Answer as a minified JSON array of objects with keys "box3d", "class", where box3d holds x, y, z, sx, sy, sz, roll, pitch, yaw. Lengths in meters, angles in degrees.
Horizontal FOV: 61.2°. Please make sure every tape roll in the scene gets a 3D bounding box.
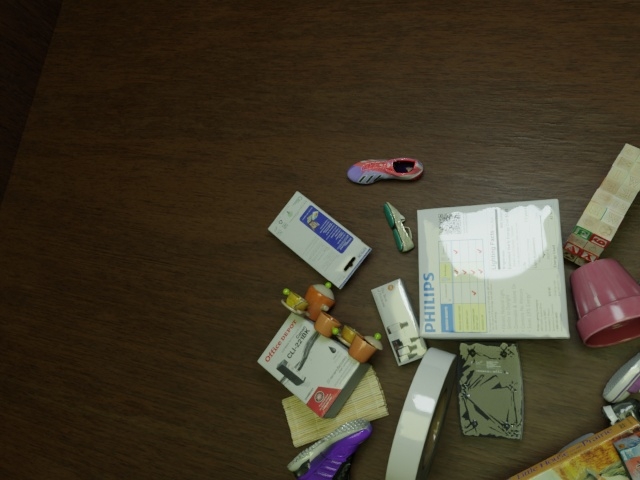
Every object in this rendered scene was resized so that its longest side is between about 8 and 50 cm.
[{"box3d":[0.261,0.464,1.373,0.072,0.392,0.392,15,83,21],"class":"tape roll"}]

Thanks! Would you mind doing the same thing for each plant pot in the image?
[{"box3d":[0.741,0.155,1.394,0.201,0.201,0.180,-21,56,14],"class":"plant pot"}]

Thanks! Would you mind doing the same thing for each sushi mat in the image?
[{"box3d":[0.042,0.503,1.638,0.317,0.019,0.151,-24,70,13],"class":"sushi mat"}]

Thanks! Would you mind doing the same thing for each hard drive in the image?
[{"box3d":[0.467,0.408,1.492,0.172,0.054,0.254,-3,77,19],"class":"hard drive"}]

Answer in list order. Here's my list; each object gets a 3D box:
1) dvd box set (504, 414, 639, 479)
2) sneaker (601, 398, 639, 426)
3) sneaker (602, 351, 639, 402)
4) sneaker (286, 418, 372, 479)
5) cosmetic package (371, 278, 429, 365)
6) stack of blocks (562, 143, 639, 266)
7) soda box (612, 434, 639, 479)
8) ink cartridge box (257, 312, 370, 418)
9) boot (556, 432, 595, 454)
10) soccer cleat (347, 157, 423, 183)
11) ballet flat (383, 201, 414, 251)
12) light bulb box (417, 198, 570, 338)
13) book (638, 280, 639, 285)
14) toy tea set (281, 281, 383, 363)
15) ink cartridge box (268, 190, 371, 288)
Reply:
[{"box3d":[0.648,0.655,1.293,0.420,0.062,0.307,-32,83,11],"class":"dvd box set"},{"box3d":[0.804,0.487,1.322,0.106,0.078,0.234,-39,81,19],"class":"sneaker"},{"box3d":[0.859,0.344,1.349,0.282,0.102,0.161,-44,72,6],"class":"sneaker"},{"box3d":[0.054,0.633,1.560,0.293,0.102,0.146,-38,79,19],"class":"sneaker"},{"box3d":[0.239,0.242,1.607,0.099,0.060,0.239,-24,71,12],"class":"cosmetic package"},{"box3d":[0.763,-0.088,1.439,0.087,0.171,0.297,31,71,22],"class":"stack of blocks"},{"box3d":[0.727,0.536,1.211,0.058,0.063,0.183,-25,84,12],"class":"soda box"},{"box3d":[-0.022,0.368,1.627,0.273,0.114,0.197,34,88,28],"class":"ink cartridge box"},{"box3d":[0.638,0.616,1.376,0.123,0.095,0.258,45,103,16],"class":"boot"},{"box3d":[0.199,-0.227,1.709,0.248,0.095,0.083,2,78,19],"class":"soccer cleat"},{"box3d":[0.245,-0.044,1.683,0.052,0.057,0.168,-14,75,-13],"class":"ballet flat"},{"box3d":[0.462,0.093,1.475,0.361,0.225,0.357,-3,77,19],"class":"light bulb box"},{"box3d":[0.862,0.084,1.381,0.096,0.144,0.035,-42,68,5],"class":"book"},{"box3d":[0.053,0.224,1.605,0.336,0.200,0.124,34,91,20],"class":"toy tea set"},{"box3d":[0.000,0.000,1.744,0.333,0.065,0.165,40,92,24],"class":"ink cartridge box"}]
